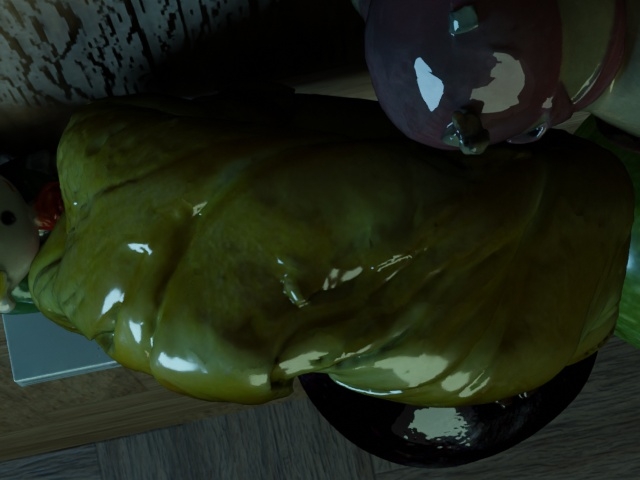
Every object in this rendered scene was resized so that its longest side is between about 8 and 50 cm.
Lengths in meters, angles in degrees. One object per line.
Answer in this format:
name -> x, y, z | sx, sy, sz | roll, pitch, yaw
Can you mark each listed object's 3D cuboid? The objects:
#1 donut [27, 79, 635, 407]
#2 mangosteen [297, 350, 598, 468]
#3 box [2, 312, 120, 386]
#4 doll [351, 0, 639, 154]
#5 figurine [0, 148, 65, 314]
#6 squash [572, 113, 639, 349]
donut -> 0.000, 0.000, 1.100 | 0.360, 0.170, 0.360 | 4, -171, -1
mangosteen -> 0.088, 0.055, 1.638 | 0.275, 0.275, 0.302 | -7, -161, -28
box -> -0.184, 0.037, 1.462 | 0.130, 0.129, 0.051 | -11, 171, -5
doll -> 0.149, -0.115, 0.946 | 0.256, 0.152, 0.196 | 6, -162, -14
figurine -> -0.204, -0.005, 1.214 | 0.185, 0.127, 0.234 | -16, 167, 14
squash -> 0.316, -0.041, 1.360 | 0.309, 0.310, 0.310 | 9, 165, -14
